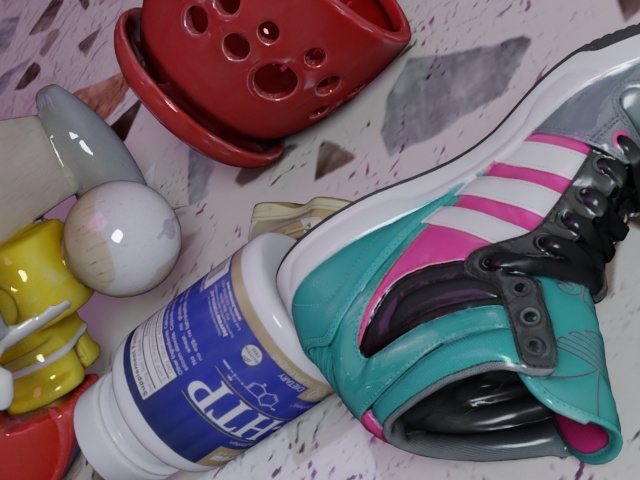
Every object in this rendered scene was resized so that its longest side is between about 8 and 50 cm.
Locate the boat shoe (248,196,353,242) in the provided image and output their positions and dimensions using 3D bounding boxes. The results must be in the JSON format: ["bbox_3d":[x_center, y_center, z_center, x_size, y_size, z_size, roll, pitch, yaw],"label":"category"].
[{"bbox_3d":[-0.002,-0.001,0.721,0.153,0.056,0.048,3,73,50],"label":"boat shoe"}]

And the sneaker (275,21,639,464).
[{"bbox_3d":[0.125,0.017,0.516,0.296,0.124,0.178,-33,49,12],"label":"sneaker"}]

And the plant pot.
[{"bbox_3d":[-0.053,-0.163,0.790,0.174,0.191,0.191,-44,38,21],"label":"plant pot"}]

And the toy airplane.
[{"bbox_3d":[-0.238,-0.021,0.752,0.273,0.384,0.386,-3,60,9],"label":"toy airplane"}]

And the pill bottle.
[{"bbox_3d":[-0.072,0.088,0.676,0.187,0.112,0.112,-37,40,23],"label":"pill bottle"}]
